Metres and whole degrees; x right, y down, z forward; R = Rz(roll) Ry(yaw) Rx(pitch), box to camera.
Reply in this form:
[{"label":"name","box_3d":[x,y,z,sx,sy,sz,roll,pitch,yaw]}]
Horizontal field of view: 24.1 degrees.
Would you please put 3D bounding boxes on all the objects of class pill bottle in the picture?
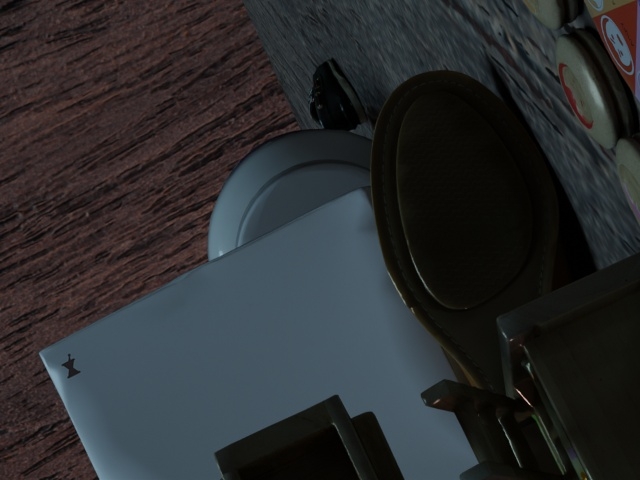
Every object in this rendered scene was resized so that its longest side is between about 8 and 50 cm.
[{"label":"pill bottle","box_3d":[0.000,0.000,1.127,0.301,0.169,0.169,-124,8,-84]}]

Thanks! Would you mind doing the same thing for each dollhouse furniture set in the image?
[{"label":"dollhouse furniture set","box_3d":[0.075,0.126,0.468,0.101,0.161,0.182,67,178,-68]}]

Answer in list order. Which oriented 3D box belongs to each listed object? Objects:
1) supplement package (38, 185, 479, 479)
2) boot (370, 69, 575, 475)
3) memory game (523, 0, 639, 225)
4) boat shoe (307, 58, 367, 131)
[{"label":"supplement package","box_3d":[-0.001,0.072,0.808,0.149,0.194,0.203,64,-164,3]},{"label":"boot","box_3d":[0.080,0.031,0.651,0.152,0.073,0.197,34,-144,-79]},{"label":"memory game","box_3d":[0.073,-0.059,0.365,0.186,0.012,0.186,154,90,-89]},{"label":"boat shoe","box_3d":[0.007,-0.126,1.329,0.049,0.042,0.133,63,-179,-23]}]
